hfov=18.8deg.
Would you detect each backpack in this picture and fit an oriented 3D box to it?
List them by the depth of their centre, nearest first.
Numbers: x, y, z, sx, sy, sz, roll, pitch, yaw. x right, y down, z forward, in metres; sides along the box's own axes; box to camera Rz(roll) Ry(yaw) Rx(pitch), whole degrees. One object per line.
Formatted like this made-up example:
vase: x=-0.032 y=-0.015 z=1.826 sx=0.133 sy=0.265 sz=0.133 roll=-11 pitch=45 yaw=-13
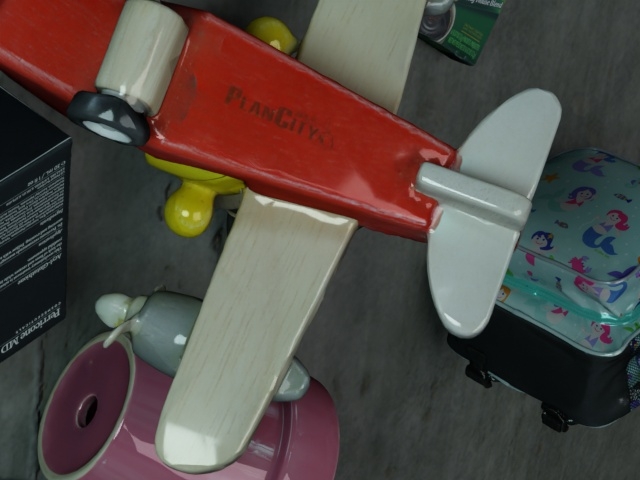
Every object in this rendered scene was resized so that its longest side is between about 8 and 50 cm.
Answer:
backpack: x=0.260 y=0.028 z=1.801 sx=0.253 sy=0.225 sz=0.191 roll=-30 pitch=133 yaw=-37

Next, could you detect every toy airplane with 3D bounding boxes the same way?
toy airplane: x=-0.020 y=-0.069 z=1.443 sx=0.386 sy=0.272 sz=0.384 roll=-25 pitch=94 yaw=-18

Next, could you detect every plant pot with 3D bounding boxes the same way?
plant pot: x=-0.115 y=0.164 z=1.532 sx=0.180 sy=0.201 sz=0.201 roll=29 pitch=88 yaw=-32

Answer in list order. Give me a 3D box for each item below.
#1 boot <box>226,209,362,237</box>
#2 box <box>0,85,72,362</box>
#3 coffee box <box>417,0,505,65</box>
boot: x=0.000 y=0.000 z=1.650 sx=0.198 sy=0.077 sz=0.137 roll=-8 pitch=120 yaw=-28
box: x=-0.294 y=0.032 z=1.290 sx=0.261 sy=0.103 sz=0.184 roll=-36 pitch=148 yaw=-36
coffee box: x=0.130 y=-0.255 z=1.666 sx=0.113 sy=0.040 sz=0.184 roll=26 pitch=90 yaw=-48
